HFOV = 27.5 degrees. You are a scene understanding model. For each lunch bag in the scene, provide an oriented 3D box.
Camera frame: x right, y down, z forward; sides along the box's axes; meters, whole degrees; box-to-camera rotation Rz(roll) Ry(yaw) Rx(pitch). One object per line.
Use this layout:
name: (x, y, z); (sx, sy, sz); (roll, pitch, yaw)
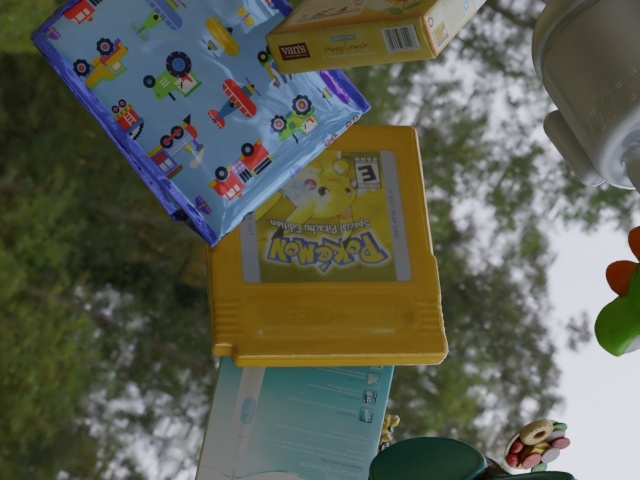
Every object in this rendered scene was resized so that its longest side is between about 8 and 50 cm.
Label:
lunch bag: (-0.131, -0.180, 1.316); (0.221, 0.293, 0.138); (-42, -154, -9)

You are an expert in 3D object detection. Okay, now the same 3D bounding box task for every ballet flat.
ballet flat: (0.147, 0.253, 1.140); (0.116, 0.124, 0.342); (-31, -171, -23)

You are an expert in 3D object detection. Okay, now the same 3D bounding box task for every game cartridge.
game cartridge: (0.000, 0.000, 1.615); (0.052, 0.285, 0.323); (109, -22, -59)

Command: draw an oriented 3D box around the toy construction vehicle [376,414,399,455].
toy construction vehicle: (0.087, 0.328, 2.260); (0.086, 0.035, 0.098); (-4, -148, 36)

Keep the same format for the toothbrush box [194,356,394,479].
toothbrush box: (-0.032, 0.218, 1.655); (0.126, 0.216, 0.295); (113, -12, -83)

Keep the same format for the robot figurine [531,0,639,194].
robot figurine: (0.398, -0.208, 1.671); (0.300, 0.200, 0.353); (-53, -134, 34)

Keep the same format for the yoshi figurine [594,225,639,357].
yoshi figurine: (0.434, 0.047, 1.221); (0.362, 0.204, 0.203); (-36, -133, 36)

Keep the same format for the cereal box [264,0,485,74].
cereal box: (0.080, -0.237, 1.233); (0.173, 0.047, 0.240); (-1, -147, 37)

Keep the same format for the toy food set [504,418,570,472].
toy food set: (0.255, 0.241, 1.534); (0.083, 0.083, 0.020); (-54, -140, 21)
